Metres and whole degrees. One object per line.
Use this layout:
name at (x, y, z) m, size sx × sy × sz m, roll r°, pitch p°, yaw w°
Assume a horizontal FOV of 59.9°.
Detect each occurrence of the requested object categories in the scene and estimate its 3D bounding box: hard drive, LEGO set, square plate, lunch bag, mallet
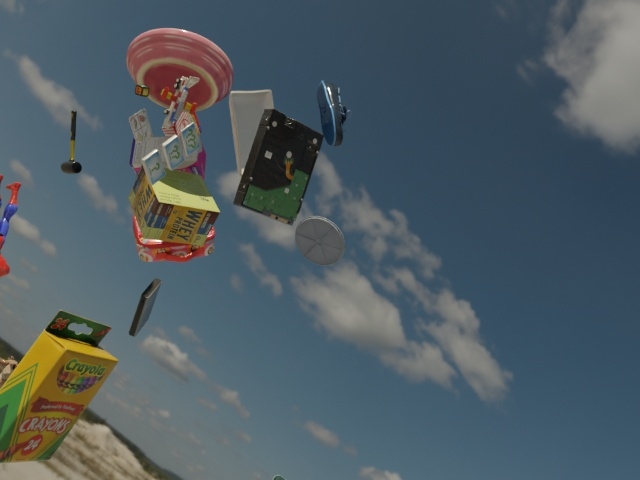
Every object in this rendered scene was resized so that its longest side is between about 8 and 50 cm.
hard drive at (-0.465, 0.177, 1.470) m, size 0.022 × 0.094 × 0.135 m, roll 25°, pitch -64°, yaw -4°
LEGO set at (-0.346, -0.265, 1.281) m, size 0.060 × 0.182 × 0.244 m, roll 23°, pitch -39°, yaw 24°
square plate at (-0.284, -0.459, 2.362) m, size 0.049 × 0.344 × 0.348 m, roll 1°, pitch -74°, yaw 23°
lunch bag at (-0.551, -0.016, 2.096) m, size 0.258 × 0.292 × 0.120 m, roll -118°, pitch -150°, yaw -42°
hard drive at (-0.139, -0.244, 1.881) m, size 0.236 × 0.339 × 0.064 m, roll 19°, pitch -3°, yaw -39°
mallet at (-0.751, -0.292, 1.670) m, size 0.062 × 0.190 × 0.039 m, roll -4°, pitch -3°, yaw 35°

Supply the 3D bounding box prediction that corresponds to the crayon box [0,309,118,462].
crayon box at (-0.578, 0.320, 1.200) m, size 0.081 × 0.319 × 0.202 m, roll 29°, pitch -10°, yaw 21°

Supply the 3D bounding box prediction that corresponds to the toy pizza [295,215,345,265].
toy pizza at (0.000, 0.000, 2.045) m, size 0.201 × 0.032 × 0.201 m, roll 11°, pitch -60°, yaw 20°

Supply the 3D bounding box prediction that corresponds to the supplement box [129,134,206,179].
supplement box at (-0.497, -0.267, 1.823) m, size 0.219 × 0.114 × 0.111 m, roll -5°, pitch -30°, yaw 1°

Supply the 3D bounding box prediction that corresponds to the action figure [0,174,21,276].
action figure at (-0.805, -0.005, 1.330) m, size 0.139 × 0.281 × 0.091 m, roll -12°, pitch -20°, yaw 20°

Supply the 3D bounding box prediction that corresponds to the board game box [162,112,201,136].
board game box at (-0.496, -0.399, 1.999) m, size 0.045 × 0.194 × 0.147 m, roll -1°, pitch -44°, yaw 12°

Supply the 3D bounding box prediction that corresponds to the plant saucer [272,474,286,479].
plant saucer at (-0.115, 0.752, 1.628) m, size 0.021 × 0.119 × 0.119 m, roll -31°, pitch -68°, yaw 14°

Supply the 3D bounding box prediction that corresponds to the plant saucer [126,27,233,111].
plant saucer at (-0.441, -0.513, 1.742) m, size 0.331 × 0.084 × 0.332 m, roll 2°, pitch -24°, yaw 1°

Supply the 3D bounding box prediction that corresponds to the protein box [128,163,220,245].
protein box at (-0.446, -0.107, 1.682) m, size 0.136 × 0.199 × 0.201 m, roll -58°, pitch -135°, yaw 25°

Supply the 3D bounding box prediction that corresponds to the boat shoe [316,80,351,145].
boat shoe at (0.054, -0.423, 1.817) m, size 0.088 × 0.259 × 0.109 m, roll 4°, pitch -25°, yaw -23°

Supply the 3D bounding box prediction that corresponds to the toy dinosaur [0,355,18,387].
toy dinosaur at (-0.897, 0.433, 1.688) m, size 0.200 × 0.127 × 0.296 m, roll 10°, pitch -13°, yaw 7°
